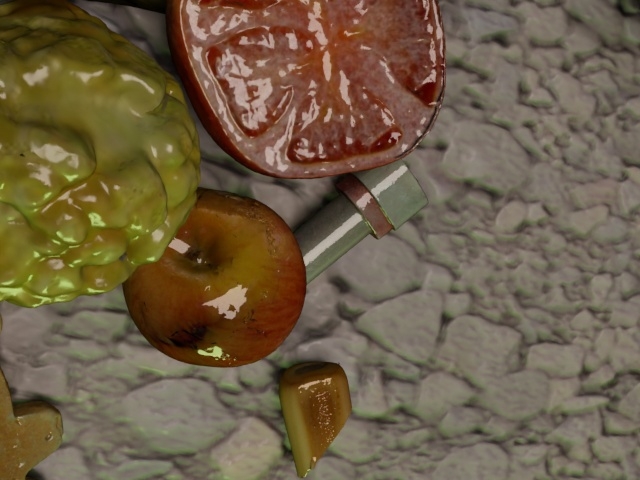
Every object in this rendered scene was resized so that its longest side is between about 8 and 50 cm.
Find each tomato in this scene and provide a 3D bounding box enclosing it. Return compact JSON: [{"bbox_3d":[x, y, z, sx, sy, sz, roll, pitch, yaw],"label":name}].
[{"bbox_3d":[-0.011,-0.160,0.748,0.237,0.095,0.236,-4,101,-23],"label":"tomato"}]

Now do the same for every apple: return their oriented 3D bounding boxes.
[{"bbox_3d":[-0.082,0.029,0.733,0.146,0.146,0.146,-6,106,-22],"label":"apple"}]

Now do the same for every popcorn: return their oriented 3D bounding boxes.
[{"bbox_3d":[-0.195,-0.065,0.638,0.235,0.216,0.181,11,126,0],"label":"popcorn"}]

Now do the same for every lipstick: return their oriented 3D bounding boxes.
[{"bbox_3d":[-0.001,-0.001,0.818,0.186,0.057,0.063,-38,120,-4],"label":"lipstick"}]

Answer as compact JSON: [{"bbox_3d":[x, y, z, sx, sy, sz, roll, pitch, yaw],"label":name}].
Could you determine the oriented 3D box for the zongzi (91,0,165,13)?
[{"bbox_3d":[-0.225,-0.182,0.665,0.205,0.094,0.204,-36,138,-2],"label":"zongzi"}]

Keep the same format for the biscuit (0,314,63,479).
[{"bbox_3d":[-0.274,0.165,0.740,0.153,0.030,0.234,-32,121,-22],"label":"biscuit"}]

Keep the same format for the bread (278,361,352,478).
[{"bbox_3d":[-0.002,0.157,0.857,0.062,0.049,0.103,-15,110,-11],"label":"bread"}]
